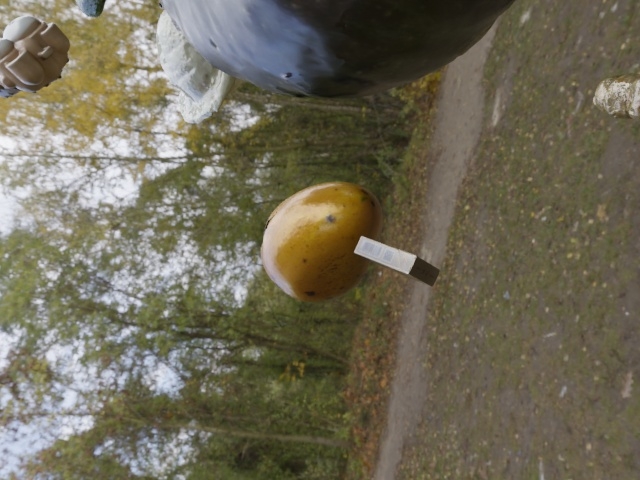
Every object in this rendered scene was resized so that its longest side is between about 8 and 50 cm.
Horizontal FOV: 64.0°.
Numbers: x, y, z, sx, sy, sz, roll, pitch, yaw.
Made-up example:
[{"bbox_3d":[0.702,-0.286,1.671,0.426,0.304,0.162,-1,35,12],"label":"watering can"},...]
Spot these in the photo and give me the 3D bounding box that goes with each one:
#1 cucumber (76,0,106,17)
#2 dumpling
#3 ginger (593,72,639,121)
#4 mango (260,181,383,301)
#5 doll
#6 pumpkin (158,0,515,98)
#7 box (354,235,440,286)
[{"bbox_3d":[-0.243,-0.280,0.546,0.155,0.037,0.037,0,76,61],"label":"cucumber"},{"bbox_3d":[-0.167,-0.249,0.728,0.126,0.216,0.166,-14,-62,-53],"label":"dumpling"},{"bbox_3d":[0.565,-0.261,0.926,0.204,0.105,0.080,-53,-39,-67],"label":"ginger"},{"bbox_3d":[0.000,0.000,0.860,0.290,0.191,0.159,122,153,-55],"label":"mango"},{"bbox_3d":[-0.619,-0.342,1.019,0.119,0.278,0.154,52,-143,-41],"label":"doll"},{"bbox_3d":[-0.002,-0.349,0.448,0.344,0.454,0.454,-35,-25,-29],"label":"pumpkin"},{"bbox_3d":[0.085,0.023,0.575,0.053,0.083,0.024,27,-95,-45],"label":"box"}]
